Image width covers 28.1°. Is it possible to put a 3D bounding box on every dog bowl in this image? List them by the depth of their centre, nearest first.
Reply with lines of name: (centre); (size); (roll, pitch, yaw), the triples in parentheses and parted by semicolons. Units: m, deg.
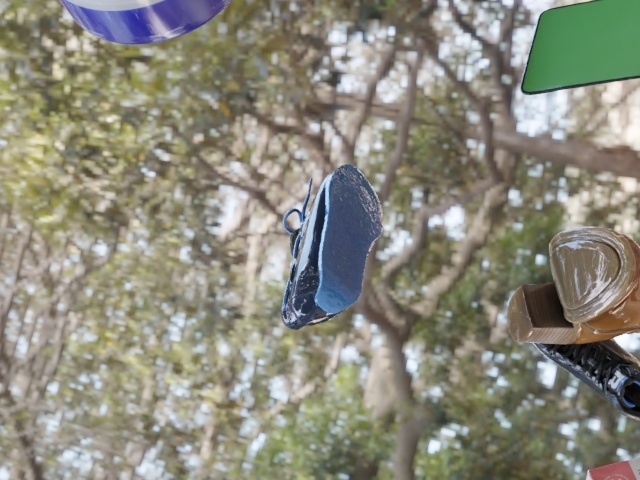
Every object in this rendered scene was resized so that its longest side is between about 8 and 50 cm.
dog bowl: (-0.215, -0.374, 1.569); (0.265, 0.264, 0.104); (-65, -23, -21)

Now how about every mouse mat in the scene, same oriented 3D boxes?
mouse mat: (0.329, -0.231, 1.472); (0.007, 0.189, 0.153); (57, -140, -40)

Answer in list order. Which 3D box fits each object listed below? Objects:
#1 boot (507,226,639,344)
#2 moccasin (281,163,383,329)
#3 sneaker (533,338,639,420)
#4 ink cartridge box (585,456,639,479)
boot: (0.365, 0.055, 1.480); (0.220, 0.283, 0.109); (-3, -115, -16)
moccasin: (0.000, 0.000, 1.849); (0.138, 0.117, 0.342); (48, -151, -13)
sneaker: (0.362, 0.156, 1.650); (0.079, 0.217, 0.121); (-56, 1, 7)
ink cartridge box: (0.348, 0.243, 1.141); (0.067, 0.198, 0.115); (87, 168, -51)
